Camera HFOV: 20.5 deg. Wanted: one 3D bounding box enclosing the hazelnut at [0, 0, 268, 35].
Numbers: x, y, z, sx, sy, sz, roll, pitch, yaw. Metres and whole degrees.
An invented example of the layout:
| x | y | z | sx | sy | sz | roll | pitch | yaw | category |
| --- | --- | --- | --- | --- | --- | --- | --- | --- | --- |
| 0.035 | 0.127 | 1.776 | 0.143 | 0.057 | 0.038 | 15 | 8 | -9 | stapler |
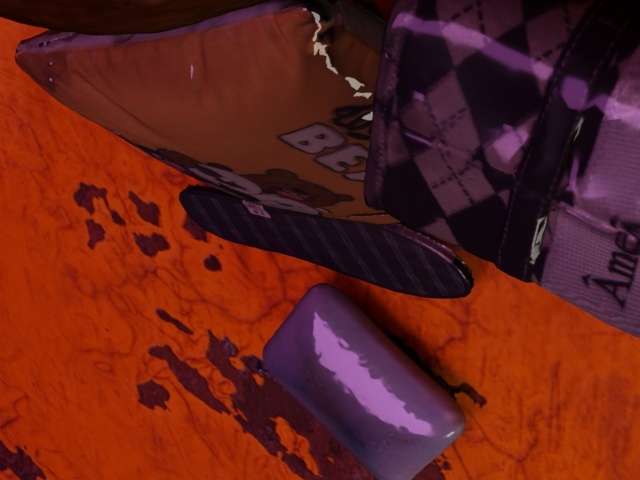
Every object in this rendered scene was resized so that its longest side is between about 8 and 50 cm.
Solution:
| x | y | z | sx | sy | sz | roll | pitch | yaw | category |
| --- | --- | --- | --- | --- | --- | --- | --- | --- | --- |
| -0.096 | -0.320 | 1.011 | 0.421 | 0.353 | 0.421 | -14 | 73 | 58 | hazelnut |

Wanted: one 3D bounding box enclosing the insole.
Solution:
| x | y | z | sx | sy | sz | roll | pitch | yaw | category |
| --- | --- | --- | --- | --- | --- | --- | --- | --- | --- |
| 0.000 | 0.000 | 1.444 | 0.309 | 0.012 | 0.110 | 15 | 154 | 38 | insole |

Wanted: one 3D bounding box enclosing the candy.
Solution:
| x | y | z | sx | sy | sz | roll | pitch | yaw | category |
| --- | --- | --- | --- | --- | --- | --- | --- | --- | --- |
| 0.033 | 0.125 | 1.503 | 0.174 | 0.071 | 0.138 | 45 | 144 | 5 | candy |

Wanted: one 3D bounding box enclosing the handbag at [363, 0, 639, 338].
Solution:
| x | y | z | sx | sy | sz | roll | pitch | yaw | category |
| --- | --- | --- | --- | --- | --- | --- | --- | --- | --- |
| 0.270 | -0.057 | 0.813 | 0.416 | 0.317 | 0.180 | 27 | 138 | 15 | handbag |

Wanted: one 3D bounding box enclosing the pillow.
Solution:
| x | y | z | sx | sy | sz | roll | pitch | yaw | category |
| --- | --- | --- | --- | --- | --- | --- | --- | --- | --- |
| -0.012 | -0.090 | 1.232 | 0.312 | 0.119 | 0.310 | -1 | 159 | 44 | pillow |
